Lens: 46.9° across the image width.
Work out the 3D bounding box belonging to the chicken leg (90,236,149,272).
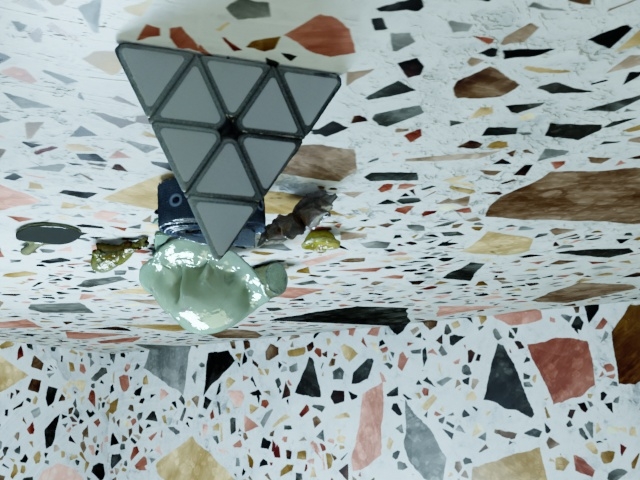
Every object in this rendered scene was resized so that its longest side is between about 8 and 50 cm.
[{"bbox_3d":[-0.503,0.028,1.834,0.178,0.070,0.093,-17,154,24],"label":"chicken leg"}]

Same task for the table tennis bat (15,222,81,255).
[{"bbox_3d":[-0.667,-0.002,1.774,0.138,0.022,0.246,9,160,-37],"label":"table tennis bat"}]

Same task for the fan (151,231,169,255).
[{"bbox_3d":[-0.408,0.008,1.855,0.038,0.016,0.193,3,163,-19],"label":"fan"}]

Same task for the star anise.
[{"bbox_3d":[-0.054,-0.041,1.515,0.182,0.065,0.195,-31,-168,16],"label":"star anise"}]

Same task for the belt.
[{"bbox_3d":[-0.209,-0.049,1.444,0.218,0.128,0.122,4,163,-24],"label":"belt"}]

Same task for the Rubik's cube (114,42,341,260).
[{"bbox_3d":[-0.142,-0.155,1.049,0.228,0.229,0.233,31,-142,16],"label":"Rubik's cube"}]

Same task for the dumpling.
[{"bbox_3d":[-0.309,0.107,1.928,0.320,0.270,0.212,-29,-173,6],"label":"dumpling"}]

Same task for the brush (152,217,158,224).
[{"bbox_3d":[-0.287,-0.059,1.629,0.083,0.011,0.205,11,160,-38],"label":"brush"}]

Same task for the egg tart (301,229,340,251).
[{"bbox_3d":[0.000,0.000,1.829,0.105,0.039,0.105,-2,165,-1],"label":"egg tart"}]

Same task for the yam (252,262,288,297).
[{"bbox_3d":[-0.175,0.128,2.166,0.107,0.107,0.194,10,160,-38],"label":"yam"}]
